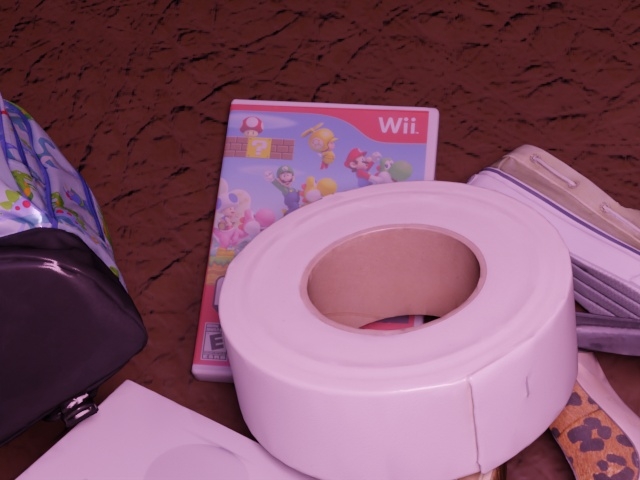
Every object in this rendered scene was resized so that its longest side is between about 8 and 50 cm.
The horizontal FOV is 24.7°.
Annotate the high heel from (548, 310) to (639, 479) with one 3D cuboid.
[{"bbox_3d":[0.210,0.186,1.239,0.186,0.093,0.261,4,83,42],"label":"high heel"}]

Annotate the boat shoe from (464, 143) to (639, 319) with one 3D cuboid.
[{"bbox_3d":[0.260,0.011,1.283,0.302,0.109,0.094,36,69,22],"label":"boat shoe"}]

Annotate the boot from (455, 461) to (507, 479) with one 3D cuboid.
[{"bbox_3d":[0.068,0.173,1.183,0.165,0.077,0.213,4,36,9],"label":"boot"}]

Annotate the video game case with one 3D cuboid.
[{"bbox_3d":[0.000,0.000,1.356,0.204,0.025,0.285,3,64,7],"label":"video game case"}]

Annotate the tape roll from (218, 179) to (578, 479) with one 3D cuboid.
[{"bbox_3d":[0.064,0.067,1.178,0.286,0.100,0.286,-6,34,4],"label":"tape roll"}]

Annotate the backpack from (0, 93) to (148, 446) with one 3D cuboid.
[{"bbox_3d":[-0.312,0.007,1.233,0.290,0.273,0.355,-31,21,9],"label":"backpack"}]

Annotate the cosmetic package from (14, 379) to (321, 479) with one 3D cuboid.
[{"bbox_3d":[-0.126,0.255,1.127,0.224,0.138,0.224,24,31,16],"label":"cosmetic package"}]
